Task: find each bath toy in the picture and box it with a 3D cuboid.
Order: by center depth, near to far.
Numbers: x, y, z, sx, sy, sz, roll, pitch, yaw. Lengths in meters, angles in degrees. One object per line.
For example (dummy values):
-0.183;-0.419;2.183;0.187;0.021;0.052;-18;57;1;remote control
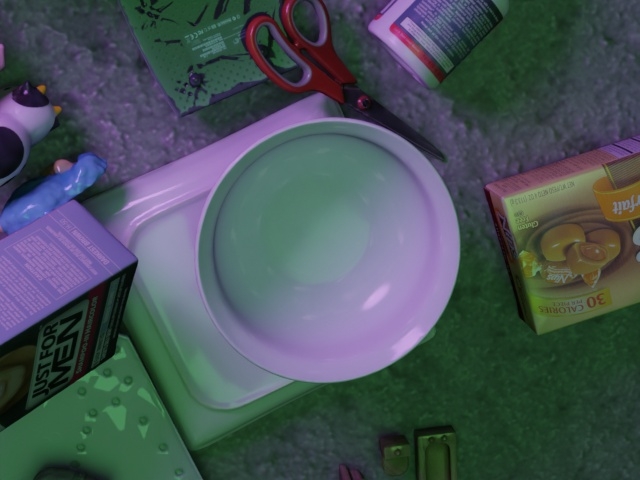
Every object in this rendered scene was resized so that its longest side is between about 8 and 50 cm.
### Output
-0.382;-0.173;1.451;0.129;0.151;0.348;-29;118;17;bath toy

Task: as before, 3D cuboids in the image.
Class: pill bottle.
0.152;-0.271;1.547;0.108;0.108;0.180;43;94;-15;pill bottle

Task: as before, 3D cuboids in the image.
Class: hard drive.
-0.142;-0.286;1.526;0.172;0.054;0.255;-24;107;-3;hard drive

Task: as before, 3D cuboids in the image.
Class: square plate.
-0.073;0.045;1.620;0.347;0.049;0.344;-25;105;-2;square plate

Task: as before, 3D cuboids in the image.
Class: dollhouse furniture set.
0.106;0.325;1.675;0.151;0.123;0.144;-5;104;-7;dollhouse furniture set

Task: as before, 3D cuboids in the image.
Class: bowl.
0.000;0.000;1.525;0.297;0.134;0.298;-2;104;-9;bowl

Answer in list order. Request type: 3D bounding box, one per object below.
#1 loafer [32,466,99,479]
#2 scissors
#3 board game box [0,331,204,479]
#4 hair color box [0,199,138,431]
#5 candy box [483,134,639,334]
-0.316;0.427;1.587;0.111;0.112;0.320;13;98;-6;loafer
0.029;-0.163;1.570;0.109;0.021;0.297;-50;118;-16;scissors
-0.330;0.351;1.653;0.389;0.050;0.390;-26;106;-2;board game box
-0.374;0.127;1.409;0.113;0.374;0.185;42;140;18;hair color box
0.379;-0.024;1.651;0.316;0.087;0.183;-18;105;-5;candy box
